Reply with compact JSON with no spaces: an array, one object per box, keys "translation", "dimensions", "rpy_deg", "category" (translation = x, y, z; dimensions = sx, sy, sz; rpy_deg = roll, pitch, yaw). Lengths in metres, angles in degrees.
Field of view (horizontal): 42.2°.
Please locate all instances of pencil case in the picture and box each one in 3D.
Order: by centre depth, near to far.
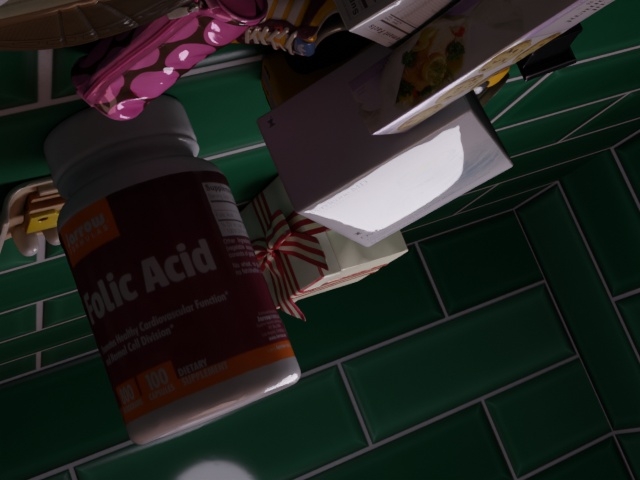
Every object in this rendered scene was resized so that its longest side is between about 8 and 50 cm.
[{"translation":[-0.154,-0.193,0.803],"dimensions":[0.209,0.095,0.098],"rpy_deg":[-31,-158,33],"category":"pencil case"}]

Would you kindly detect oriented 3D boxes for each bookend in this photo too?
[{"translation":[0.256,-0.293,0.959],"dimensions":[0.072,0.156,0.157],"rpy_deg":[-21,169,-5],"category":"bookend"}]

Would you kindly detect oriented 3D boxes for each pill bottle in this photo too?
[{"translation":[-0.194,0.032,1.041],"dimensions":[0.224,0.392,0.224],"rpy_deg":[-22,170,-4],"category":"pill bottle"}]

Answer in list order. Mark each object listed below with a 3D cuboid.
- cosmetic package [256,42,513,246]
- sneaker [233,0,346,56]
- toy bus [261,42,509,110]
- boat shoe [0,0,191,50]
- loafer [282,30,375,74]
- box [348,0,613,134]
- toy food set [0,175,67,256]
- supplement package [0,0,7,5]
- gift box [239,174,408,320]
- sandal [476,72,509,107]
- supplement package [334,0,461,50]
[{"translation":[0.085,-0.117,1.002],"dimensions":[0.224,0.138,0.225],"rpy_deg":[-30,157,17],"category":"cosmetic package"},{"translation":[-0.044,-0.228,0.866],"dimensions":[0.185,0.084,0.069],"rpy_deg":[-21,170,-6],"category":"sneaker"},{"translation":[0.092,-0.228,1.105],"dimensions":[0.333,0.108,0.130],"rpy_deg":[-20,168,-10],"category":"toy bus"},{"translation":[-0.135,-0.231,0.631],"dimensions":[0.302,0.098,0.109],"rpy_deg":[-23,-176,-6],"category":"boat shoe"},{"translation":[0.052,-0.265,0.941],"dimensions":[0.220,0.080,0.078],"rpy_deg":[-22,-178,36],"category":"loafer"},{"translation":[0.162,-0.196,0.754],"dimensions":[0.324,0.063,0.067],"rpy_deg":[-29,171,40],"category":"box"},{"translation":[-0.344,-0.031,1.264],"dimensions":[0.306,0.092,0.220],"rpy_deg":[-17,169,-30],"category":"toy food set"},{"translation":[-0.270,-0.190,0.515],"dimensions":[0.179,0.105,0.105],"rpy_deg":[-25,171,16],"category":"supplement package"},{"translation":[0.000,0.000,1.686],"dimensions":[0.258,0.276,0.255],"rpy_deg":[-14,163,-32],"category":"gift box"},{"translation":[0.146,-0.214,1.283],"dimensions":[0.303,0.086,0.120],"rpy_deg":[-7,-149,41],"category":"sandal"},{"translation":[0.124,-0.292,0.736],"dimensions":[0.244,0.134,0.139],"rpy_deg":[-26,170,24],"category":"supplement package"}]
